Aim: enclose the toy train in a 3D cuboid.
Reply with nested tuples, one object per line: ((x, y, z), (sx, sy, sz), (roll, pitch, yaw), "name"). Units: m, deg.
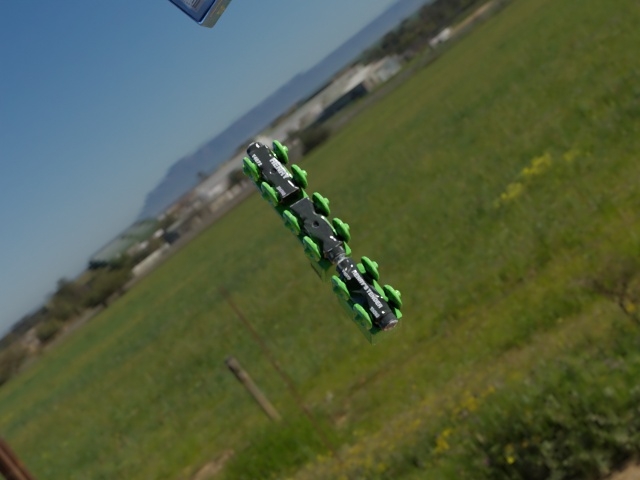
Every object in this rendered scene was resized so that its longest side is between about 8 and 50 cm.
((0.000, 0.000, 0.396), (0.017, 0.083, 0.023), (-32, -25, -13), "toy train")

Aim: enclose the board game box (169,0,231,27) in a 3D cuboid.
((-0.082, -0.284, 0.836), (0.211, 0.160, 0.039), (-53, -5, 11), "board game box")
